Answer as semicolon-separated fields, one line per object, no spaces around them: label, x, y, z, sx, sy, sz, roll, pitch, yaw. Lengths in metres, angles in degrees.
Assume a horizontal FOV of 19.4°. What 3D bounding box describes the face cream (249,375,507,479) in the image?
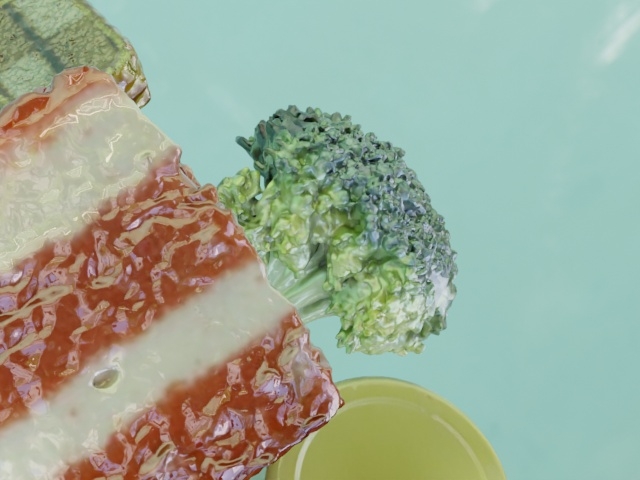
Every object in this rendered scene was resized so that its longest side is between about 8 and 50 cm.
face cream;0.029;0.243;1.568;0.218;0.218;0.179;-25;166;-30

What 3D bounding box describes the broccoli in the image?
broccoli;0.007;0.006;2.319;0.281;0.348;0.293;-37;-171;12

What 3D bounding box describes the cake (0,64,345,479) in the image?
cake;-0.191;0.071;1.389;0.269;0.319;0.270;-35;-177;-19

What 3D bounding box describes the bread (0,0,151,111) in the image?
bread;-0.314;-0.195;2.144;0.181;0.222;0.096;-39;146;-13
